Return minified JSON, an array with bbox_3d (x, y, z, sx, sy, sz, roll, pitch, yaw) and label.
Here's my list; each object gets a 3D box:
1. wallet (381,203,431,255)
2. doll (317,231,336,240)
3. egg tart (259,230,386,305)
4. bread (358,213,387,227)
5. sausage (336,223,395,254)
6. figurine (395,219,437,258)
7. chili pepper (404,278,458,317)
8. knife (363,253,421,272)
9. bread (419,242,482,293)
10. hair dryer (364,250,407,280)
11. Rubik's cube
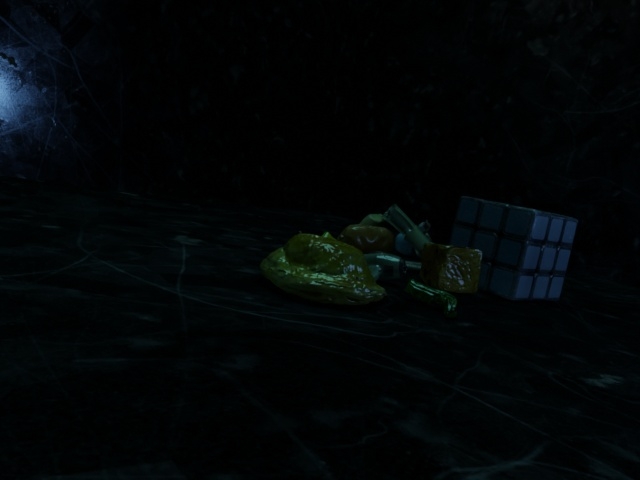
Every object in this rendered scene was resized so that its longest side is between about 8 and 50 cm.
[{"bbox_3d":[0.374,-0.011,2.019,0.309,0.077,0.223,47,9,1],"label":"wallet"},{"bbox_3d":[-0.006,0.000,1.997,0.135,0.071,0.113,4,0,-19],"label":"doll"},{"bbox_3d":[0.013,0.059,1.189,0.319,0.128,0.319,13,5,-1],"label":"egg tart"},{"bbox_3d":[0.179,-0.031,2.049,0.060,0.178,0.139,50,24,25],"label":"bread"},{"bbox_3d":[0.171,0.008,1.929,0.241,0.136,0.120,2,17,-30],"label":"sausage"},{"bbox_3d":[0.440,0.010,2.258,0.103,0.205,0.260,-26,33,-38],"label":"figurine"},{"bbox_3d":[0.281,0.144,1.244,0.073,0.050,0.182,15,6,-31],"label":"chili pepper"},{"bbox_3d":[0.286,0.085,1.830,0.365,0.043,0.089,8,7,-12],"label":"knife"},{"bbox_3d":[0.406,0.083,1.585,0.158,0.143,0.149,10,1,-10],"label":"bread"},{"bbox_3d":[0.105,0.087,1.450,0.219,0.088,0.225,7,18,37],"label":"hair dryer"},{"bbox_3d":[0.653,0.028,1.764,0.304,0.305,0.301,4,8,-37],"label":"Rubik's cube"}]
